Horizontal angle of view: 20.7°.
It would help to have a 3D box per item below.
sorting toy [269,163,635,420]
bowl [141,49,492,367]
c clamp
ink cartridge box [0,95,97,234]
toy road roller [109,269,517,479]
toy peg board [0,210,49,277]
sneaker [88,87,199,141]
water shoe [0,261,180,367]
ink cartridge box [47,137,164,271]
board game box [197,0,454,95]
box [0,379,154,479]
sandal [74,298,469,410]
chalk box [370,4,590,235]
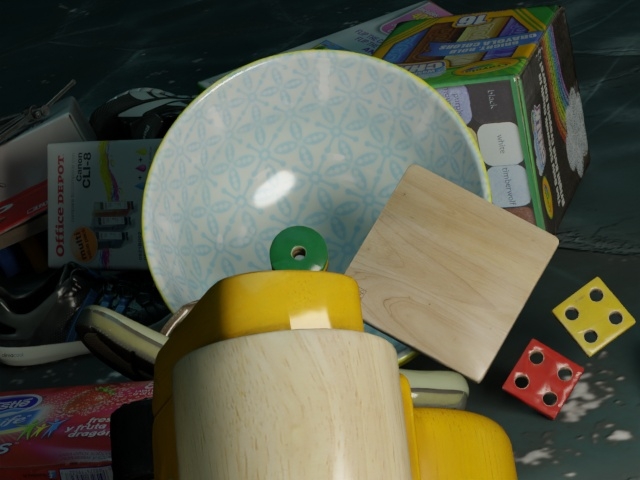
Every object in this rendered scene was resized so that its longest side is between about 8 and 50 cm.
[{"bbox_3d":[0.105,0.034,1.366,0.274,0.046,0.132,28,74,11],"label":"sorting toy"},{"bbox_3d":[0.000,0.000,1.488,0.289,0.289,0.156,-14,-19,-3],"label":"bowl"},{"bbox_3d":[-0.360,-0.122,1.938,0.160,0.022,0.137,-12,25,40],"label":"c clamp"},{"bbox_3d":[-0.387,-0.047,1.892,0.296,0.066,0.261,-27,15,0],"label":"ink cartridge box"},{"bbox_3d":[0.021,0.157,0.971,0.240,0.203,0.329,0,-20,-16],"label":"toy road roller"},{"bbox_3d":[-0.274,-0.013,1.869,0.160,0.079,0.161,-23,16,19],"label":"toy peg board"},{"bbox_3d":[-0.196,-0.133,2.093,0.234,0.078,0.106,2,24,30],"label":"sneaker"},{"bbox_3d":[-0.212,0.058,1.620,0.203,0.080,0.073,-16,22,-6],"label":"water shoe"},{"bbox_3d":[-0.162,-0.033,1.705,0.176,0.128,0.127,0,0,32],"label":"ink cartridge box"},{"bbox_3d":[0.056,-0.160,1.968,0.316,0.064,0.242,-22,35,-21],"label":"board game box"},{"bbox_3d":[-0.224,0.187,1.239,0.256,0.128,0.123,-6,21,18],"label":"box"},{"bbox_3d":[-0.035,0.080,1.301,0.302,0.086,0.120,10,-12,-18],"label":"sandal"},{"bbox_3d":[0.132,-0.091,1.658,0.179,0.180,0.289,-4,22,22],"label":"chalk box"}]
